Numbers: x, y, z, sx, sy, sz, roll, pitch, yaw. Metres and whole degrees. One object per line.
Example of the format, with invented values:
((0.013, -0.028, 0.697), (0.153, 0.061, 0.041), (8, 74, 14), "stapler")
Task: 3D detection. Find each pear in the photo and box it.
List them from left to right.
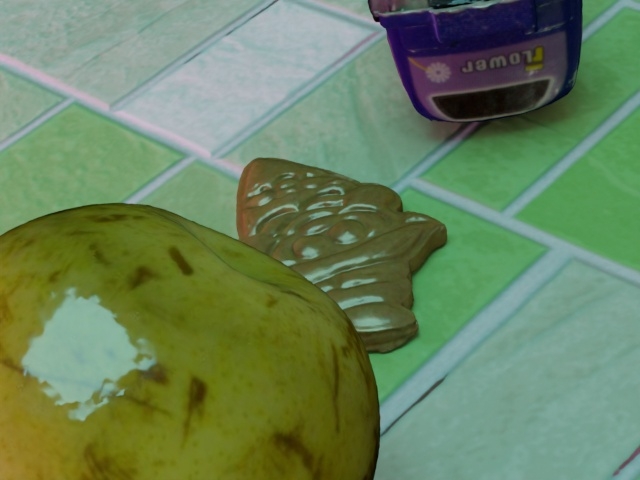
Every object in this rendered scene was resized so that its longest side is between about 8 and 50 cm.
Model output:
((-0.107, 0.116, 0.797), (0.281, 0.280, 0.280), (-8, 39, 7), "pear")

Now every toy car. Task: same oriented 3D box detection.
((0.125, -0.202, 1.188), (0.172, 0.158, 0.235), (-8, 38, 6), "toy car")

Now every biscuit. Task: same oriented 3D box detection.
((0.000, 0.000, 1.089), (0.162, 0.035, 0.250), (-22, 38, -16), "biscuit")
